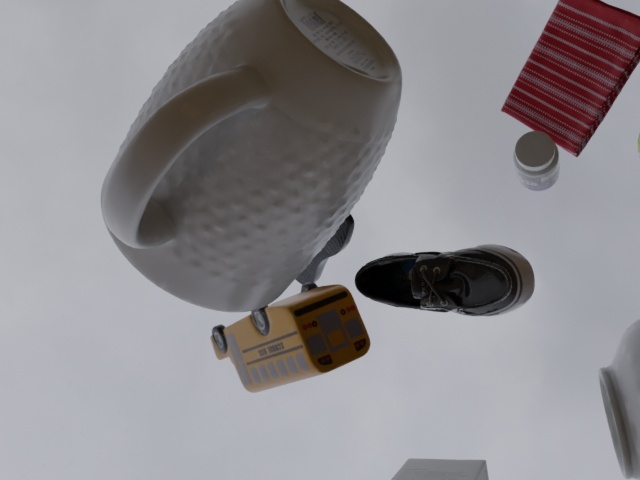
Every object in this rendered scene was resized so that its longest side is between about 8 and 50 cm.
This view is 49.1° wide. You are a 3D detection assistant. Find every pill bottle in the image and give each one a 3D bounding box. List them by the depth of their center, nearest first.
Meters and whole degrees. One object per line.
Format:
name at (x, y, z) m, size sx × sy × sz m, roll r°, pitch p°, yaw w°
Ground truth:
pill bottle at (0.381, -0.140, 1.236) m, size 0.078 × 0.137 × 0.078 m, roll -4°, pitch -103°, yaw 19°

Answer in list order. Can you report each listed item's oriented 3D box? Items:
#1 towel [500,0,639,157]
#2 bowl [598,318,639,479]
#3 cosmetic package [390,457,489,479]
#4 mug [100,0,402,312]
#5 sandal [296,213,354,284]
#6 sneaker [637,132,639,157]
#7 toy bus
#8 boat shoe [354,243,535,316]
towel at (0.485, -0.325, 1.348) m, size 0.031 × 0.275 × 0.199 m, roll -11°, pitch -136°, yaw -46°
bowl at (0.439, 0.222, 0.893) m, size 0.134 × 0.298 × 0.298 m, roll -12°, pitch -108°, yaw 16°
cosmetic package at (0.205, 0.477, 1.206) m, size 0.151 × 0.183 × 0.151 m, roll -7°, pitch -90°, yaw 24°
mug at (-0.090, -0.105, 0.789) m, size 0.276 × 0.328 × 0.374 m, roll 46°, pitch -146°, yaw 8°
sandal at (-0.001, 0.000, 1.336) m, size 0.054 × 0.254 × 0.097 m, roll -37°, pitch -99°, yaw -33°
sneaker at (0.694, -0.101, 1.269) m, size 0.111 × 0.121 × 0.300 m, roll -37°, pitch -90°, yaw 8°
toy bus at (-0.061, 0.156, 1.104) m, size 0.108 × 0.332 × 0.130 m, roll -20°, pitch -97°, yaw -32°
boat shoe at (0.124, 0.045, 0.774) m, size 0.076 × 0.228 × 0.080 m, roll -10°, pitch -81°, yaw -36°
